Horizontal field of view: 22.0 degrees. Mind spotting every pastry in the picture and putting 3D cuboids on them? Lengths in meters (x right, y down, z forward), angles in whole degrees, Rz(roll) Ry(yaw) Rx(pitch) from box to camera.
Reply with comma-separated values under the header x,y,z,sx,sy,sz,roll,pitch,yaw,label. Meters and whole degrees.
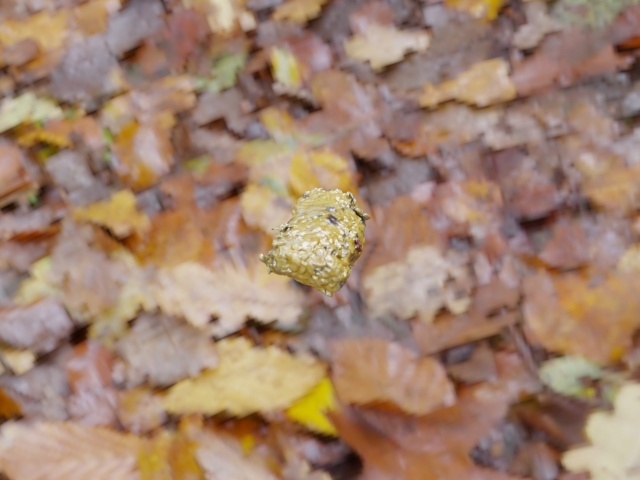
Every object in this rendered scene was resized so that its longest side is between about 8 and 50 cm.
x,y,z,sx,sy,sz,roll,pitch,yaw,label
0.000,0.000,1.406,0.080,0.056,0.140,12,28,13,pastry
